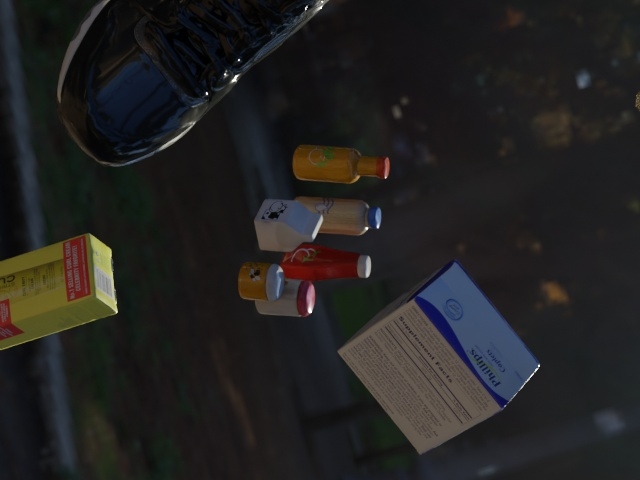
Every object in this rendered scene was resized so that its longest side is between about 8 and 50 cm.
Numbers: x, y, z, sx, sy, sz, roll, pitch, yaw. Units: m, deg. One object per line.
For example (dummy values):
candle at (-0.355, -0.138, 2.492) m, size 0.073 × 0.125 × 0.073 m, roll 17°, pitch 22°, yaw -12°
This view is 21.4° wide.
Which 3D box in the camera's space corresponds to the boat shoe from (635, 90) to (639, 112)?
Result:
boat shoe at (0.352, -0.104, 1.620) m, size 0.153 × 0.056 × 0.048 m, roll 17°, pitch 35°, yaw -47°

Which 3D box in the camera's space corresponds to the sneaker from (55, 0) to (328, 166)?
sneaker at (-0.061, -0.165, 1.147) m, size 0.107 × 0.283 × 0.124 m, roll 50°, pitch -26°, yaw -13°

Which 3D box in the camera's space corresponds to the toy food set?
toy food set at (0.000, 0.000, 1.807) m, size 0.232 × 0.104 × 0.111 m, roll -65°, pitch 152°, yaw -48°

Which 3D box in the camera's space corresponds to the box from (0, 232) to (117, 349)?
box at (-0.348, 0.069, 1.932) m, size 0.058 × 0.232 × 0.087 m, roll 45°, pitch 33°, yaw -59°

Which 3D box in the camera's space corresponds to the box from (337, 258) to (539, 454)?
box at (0.106, 0.106, 1.527) m, size 0.126 × 0.072 × 0.137 m, roll 51°, pitch -39°, yaw -1°
